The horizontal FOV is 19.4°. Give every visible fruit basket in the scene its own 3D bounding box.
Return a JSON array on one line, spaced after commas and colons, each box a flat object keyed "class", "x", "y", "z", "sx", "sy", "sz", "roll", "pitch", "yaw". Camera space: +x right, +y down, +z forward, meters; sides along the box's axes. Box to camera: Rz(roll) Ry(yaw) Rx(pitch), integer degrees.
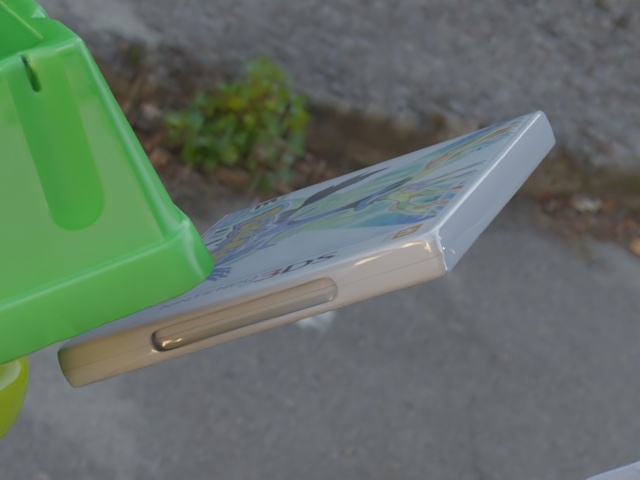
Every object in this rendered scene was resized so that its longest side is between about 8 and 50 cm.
[{"class": "fruit basket", "x": -0.254, "y": 0.024, "z": 1.247, "sx": 0.283, "sy": 0.392, "sz": 0.392, "roll": -21, "pitch": 49, "yaw": -18}]

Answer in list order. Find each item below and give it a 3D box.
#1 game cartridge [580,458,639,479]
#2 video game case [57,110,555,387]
[{"class": "game cartridge", "x": 0.117, "y": 0.273, "z": 1.196, "sx": 0.297, "sy": 0.062, "sz": 0.198, "roll": -17, "pitch": 75, "yaw": -8}, {"class": "video game case", "x": 0.000, "y": 0.000, "z": 1.391, "sx": 0.036, "sy": 0.300, "sz": 0.329, "roll": 68, "pitch": 25, "yaw": -10}]
